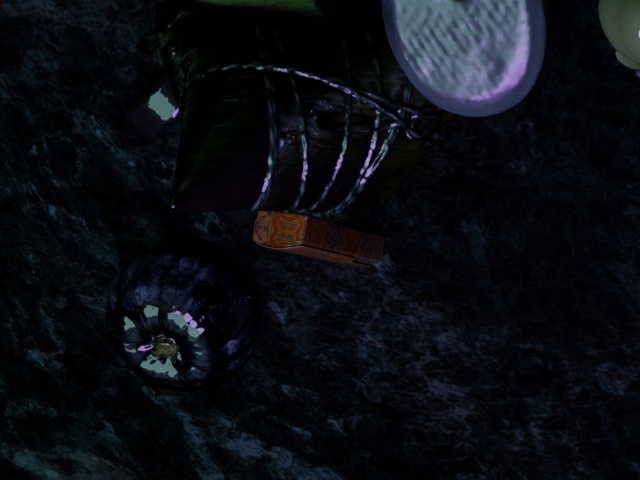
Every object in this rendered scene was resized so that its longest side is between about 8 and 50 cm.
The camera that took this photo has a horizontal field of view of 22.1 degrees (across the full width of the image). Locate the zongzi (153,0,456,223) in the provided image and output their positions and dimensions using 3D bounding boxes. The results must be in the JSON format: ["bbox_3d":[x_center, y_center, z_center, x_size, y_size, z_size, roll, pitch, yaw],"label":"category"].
[{"bbox_3d":[-0.039,-0.115,1.899,0.383,0.362,0.319,19,132,-9],"label":"zongzi"}]

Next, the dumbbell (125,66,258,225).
[{"bbox_3d":[-0.127,-0.142,2.122,0.218,0.152,0.152,44,140,-10],"label":"dumbbell"}]

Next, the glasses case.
[{"bbox_3d":[0.000,0.000,2.141,0.075,0.049,0.218,9,178,29],"label":"glasses case"}]

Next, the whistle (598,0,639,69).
[{"bbox_3d":[0.347,-0.304,1.674,0.141,0.141,0.294,7,113,31],"label":"whistle"}]

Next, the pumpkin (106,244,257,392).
[{"bbox_3d":[-0.205,0.118,2.419,0.233,0.163,0.233,11,129,14],"label":"pumpkin"}]

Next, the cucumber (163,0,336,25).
[{"bbox_3d":[-0.092,-0.300,2.009,0.244,0.063,0.115,0,155,33],"label":"cucumber"}]

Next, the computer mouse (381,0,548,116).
[{"bbox_3d":[0.158,-0.319,1.773,0.188,0.122,0.371,4,121,24],"label":"computer mouse"}]
